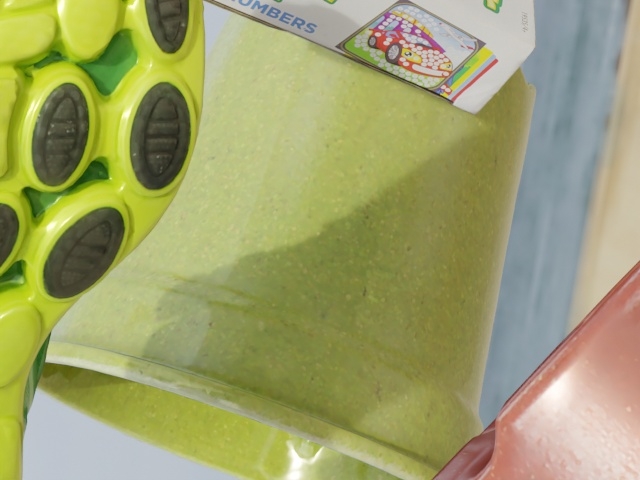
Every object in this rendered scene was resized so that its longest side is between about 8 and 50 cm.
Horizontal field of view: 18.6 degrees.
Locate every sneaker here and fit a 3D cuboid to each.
[{"bbox_3d":[-0.136,0.005,0.732,0.295,0.109,0.123,-64,29,22],"label":"sneaker"}]

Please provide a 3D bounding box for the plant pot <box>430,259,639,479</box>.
[{"bbox_3d":[0.171,0.123,0.603,0.272,0.265,0.272,-45,-8,-9],"label":"plant pot"}]

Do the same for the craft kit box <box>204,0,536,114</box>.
[{"bbox_3d":[-0.023,-0.200,0.862,0.061,0.247,0.250,-46,32,43],"label":"craft kit box"}]

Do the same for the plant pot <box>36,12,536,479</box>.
[{"bbox_3d":[0.000,0.000,1.089,0.276,0.276,0.254,82,-152,-74],"label":"plant pot"}]
